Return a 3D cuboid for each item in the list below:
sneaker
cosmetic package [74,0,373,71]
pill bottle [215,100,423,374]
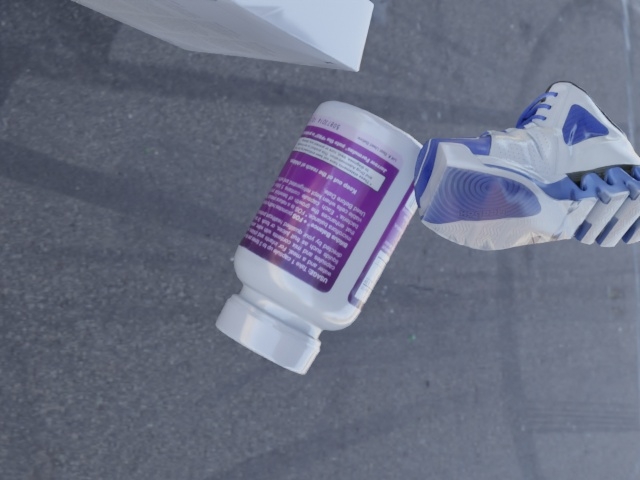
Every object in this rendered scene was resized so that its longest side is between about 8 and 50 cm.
[{"bbox_3d":[0.247,-0.094,0.992,0.315,0.127,0.182,3,50,-19],"label":"sneaker"},{"bbox_3d":[-0.153,-0.292,0.940,0.377,0.284,0.098,10,96,-60],"label":"cosmetic package"},{"bbox_3d":[0.000,0.000,1.016,0.169,0.169,0.302,34,84,-46],"label":"pill bottle"}]
